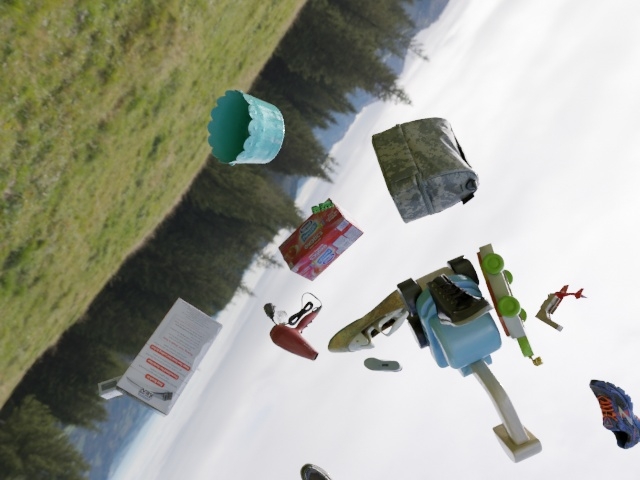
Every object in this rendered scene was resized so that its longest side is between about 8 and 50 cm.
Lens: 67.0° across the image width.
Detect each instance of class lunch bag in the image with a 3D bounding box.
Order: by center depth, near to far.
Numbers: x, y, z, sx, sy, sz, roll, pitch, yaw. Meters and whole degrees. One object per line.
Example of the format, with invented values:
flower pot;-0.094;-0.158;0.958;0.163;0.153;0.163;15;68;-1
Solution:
lunch bag;0.328;-0.231;1.511;0.256;0.212;0.305;-22;-131;15

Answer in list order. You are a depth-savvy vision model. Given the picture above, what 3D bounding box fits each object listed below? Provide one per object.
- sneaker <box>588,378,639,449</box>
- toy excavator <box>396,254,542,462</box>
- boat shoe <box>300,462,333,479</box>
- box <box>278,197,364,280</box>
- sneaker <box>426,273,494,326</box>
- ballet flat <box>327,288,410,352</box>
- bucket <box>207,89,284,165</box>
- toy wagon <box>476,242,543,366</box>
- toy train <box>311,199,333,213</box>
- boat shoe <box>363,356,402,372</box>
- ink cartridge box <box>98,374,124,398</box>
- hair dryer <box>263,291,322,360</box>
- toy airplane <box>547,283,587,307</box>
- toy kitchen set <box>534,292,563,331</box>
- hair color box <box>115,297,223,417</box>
sneaker;0.795;0.468;1.301;0.087;0.221;0.083;-36;-179;-20
toy excavator;0.423;0.327;1.346;0.223;0.432;0.445;-23;-149;-1
boat shoe;0.026;0.786;1.495;0.081;0.227;0.069;-41;180;-16
box;0.000;0.000;1.632;0.257;0.128;0.122;-44;-132;13
sneaker;0.321;0.137;1.163;0.083;0.118;0.222;-24;175;-16
ballet flat;0.179;0.299;1.642;0.349;0.123;0.123;-38;-170;4
bucket;-0.287;-0.425;1.865;0.183;0.281;0.281;0;135;-47
toy wagon;0.521;0.179;1.337;0.068;0.267;0.344;-21;-112;21
toy train;0.006;-0.104;1.480;0.083;0.023;0.017;-23;-152;-31
boat shoe;0.305;0.610;2.346;0.083;0.184;0.065;46;49;-58
ink cartridge box;-0.579;0.453;1.486;0.179;0.146;0.045;92;-23;-59
hair dryer;-0.077;0.309;1.750;0.080;0.224;0.293;88;-15;-49
toy airplane;0.956;0.212;1.878;0.151;0.028;0.151;-25;-159;10
toy kitchen set;0.683;0.212;1.396;0.083;0.068;0.075;-59;-141;6
hair color box;-0.246;0.191;0.798;0.167;0.093;0.053;-60;-172;-33
